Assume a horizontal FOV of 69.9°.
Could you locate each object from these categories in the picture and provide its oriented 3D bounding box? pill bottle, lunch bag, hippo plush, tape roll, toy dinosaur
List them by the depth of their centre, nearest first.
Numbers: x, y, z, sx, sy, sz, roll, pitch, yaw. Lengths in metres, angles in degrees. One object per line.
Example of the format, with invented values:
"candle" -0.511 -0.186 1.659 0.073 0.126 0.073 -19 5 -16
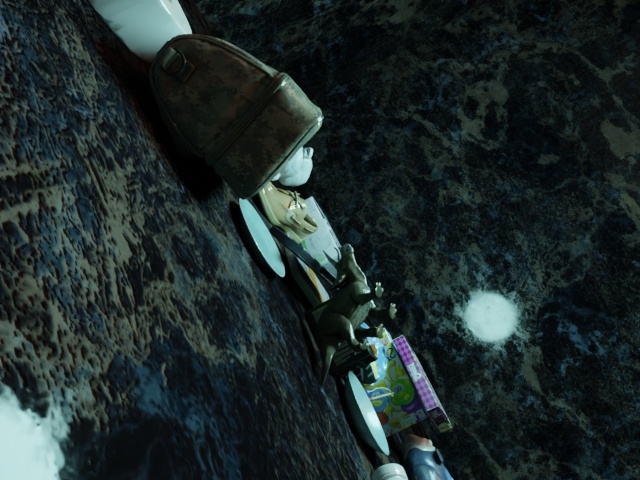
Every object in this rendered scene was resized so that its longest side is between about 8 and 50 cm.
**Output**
"tape roll" -0.346 -0.470 0.805 0.286 0.100 0.286 61 5 -10
"pill bottle" 0.139 0.474 0.807 0.078 0.078 0.137 60 5 -29
"lunch bag" -0.162 -0.239 0.825 0.256 0.212 0.305 43 7 -17
"toy dinosaur" 0.057 0.167 0.987 0.121 0.160 0.314 40 61 -41
"hippo plush" -0.106 -0.295 1.348 0.236 0.234 0.294 46 -4 24

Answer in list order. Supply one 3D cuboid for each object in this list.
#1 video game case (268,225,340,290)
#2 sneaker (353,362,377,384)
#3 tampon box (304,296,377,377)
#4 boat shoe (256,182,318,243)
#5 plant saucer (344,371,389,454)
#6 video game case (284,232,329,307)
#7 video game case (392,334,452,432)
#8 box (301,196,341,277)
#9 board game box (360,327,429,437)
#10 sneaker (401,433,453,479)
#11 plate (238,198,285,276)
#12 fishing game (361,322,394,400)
"video game case" -0.002 0.076 1.167 0.274 0.026 0.196 42 -5 -31
"sneaker" 0.094 0.275 1.199 0.094 0.081 0.209 0 52 -52
"tampon box" 0.049 0.230 1.098 0.161 0.101 0.120 63 4 25
"boat shoe" -0.099 -0.100 1.332 0.122 0.110 0.341 64 5 27
"plant saucer" 0.095 0.396 1.039 0.195 0.037 0.195 62 5 -9
"video game case" -0.025 0.133 1.334 0.285 0.025 0.204 60 5 -35
"video game case" 0.300 0.423 1.348 0.210 0.041 0.232 57 7 -46
"box" 0.000 0.000 1.768 0.262 0.126 0.231 64 5 21
"board game box" 0.202 0.429 1.391 0.275 0.142 0.144 65 5 24
"sneaker" 0.353 0.725 1.408 0.323 0.130 0.236 52 14 -36
"plate" -0.129 -0.003 0.963 0.188 0.024 0.188 61 4 -7
"fishing game" 0.128 0.313 1.285 0.189 0.041 0.264 6 58 -42
